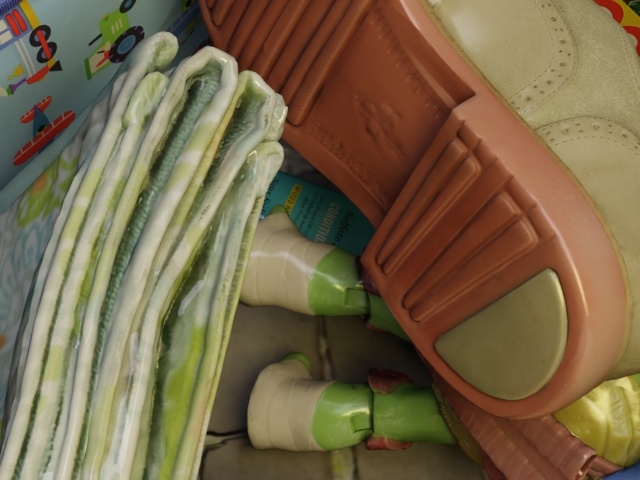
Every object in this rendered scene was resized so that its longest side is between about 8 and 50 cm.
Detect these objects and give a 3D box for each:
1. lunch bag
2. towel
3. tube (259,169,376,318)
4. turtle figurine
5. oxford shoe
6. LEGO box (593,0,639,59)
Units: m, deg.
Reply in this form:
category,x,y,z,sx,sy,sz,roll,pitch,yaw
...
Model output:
category,x,y,z,sx,sy,sz,roll,pitch,yaw
lunch bag,-0.143,-0.122,1.039,0.293,0.221,0.138,-29,66,-14
towel,-0.146,0.109,0.848,0.090,0.374,0.320,23,60,-17
tube,0.000,0.000,1.077,0.207,0.052,0.080,23,74,5
turtle figurine,0.107,0.045,0.983,0.266,0.198,0.274,7,59,21
oxford shoe,0.054,-0.097,0.885,0.146,0.140,0.397,-11,65,-37
LEGO box,0.236,-0.282,0.966,0.372,0.500,0.193,-14,63,-6
